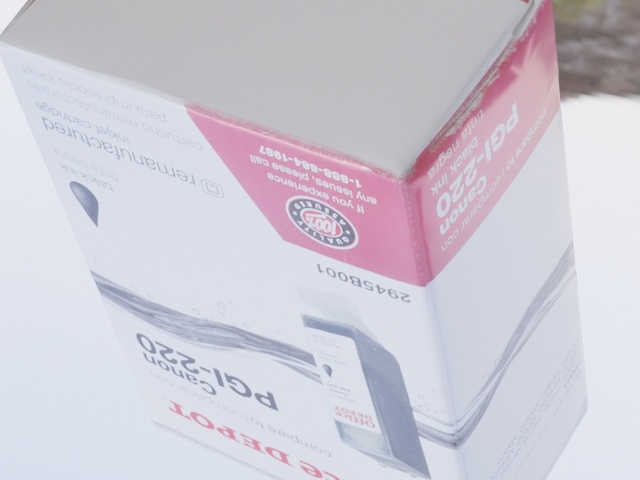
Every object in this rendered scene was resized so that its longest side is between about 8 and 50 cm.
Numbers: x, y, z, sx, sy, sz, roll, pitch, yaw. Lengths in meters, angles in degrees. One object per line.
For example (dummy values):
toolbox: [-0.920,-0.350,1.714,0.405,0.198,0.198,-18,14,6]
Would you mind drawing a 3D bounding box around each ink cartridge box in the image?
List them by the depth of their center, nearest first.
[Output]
ink cartridge box: [0.000,0.000,0.626,0.158,0.218,0.092,21,-121,27]
